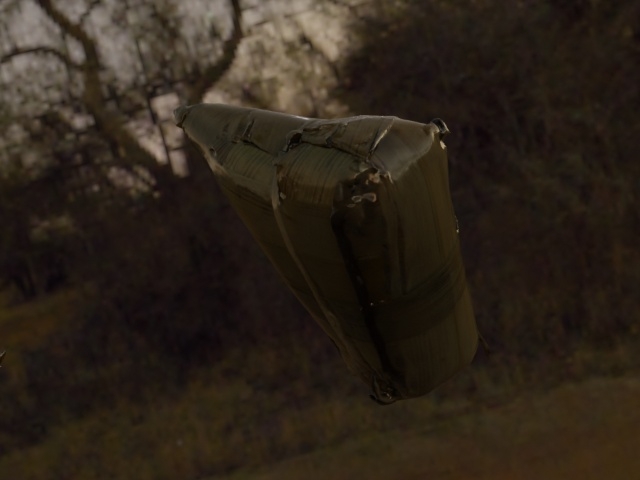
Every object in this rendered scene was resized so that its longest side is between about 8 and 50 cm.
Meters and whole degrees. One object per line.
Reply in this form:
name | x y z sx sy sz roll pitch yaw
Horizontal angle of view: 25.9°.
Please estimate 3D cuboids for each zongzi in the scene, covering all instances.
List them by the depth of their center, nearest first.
zongzi | 0.000 0.000 0.861 0.197 0.194 0.099 14 42 41

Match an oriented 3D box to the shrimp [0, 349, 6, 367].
shrimp | -0.184 0.089 0.440 0.178 0.124 0.034 -61 0 -24
